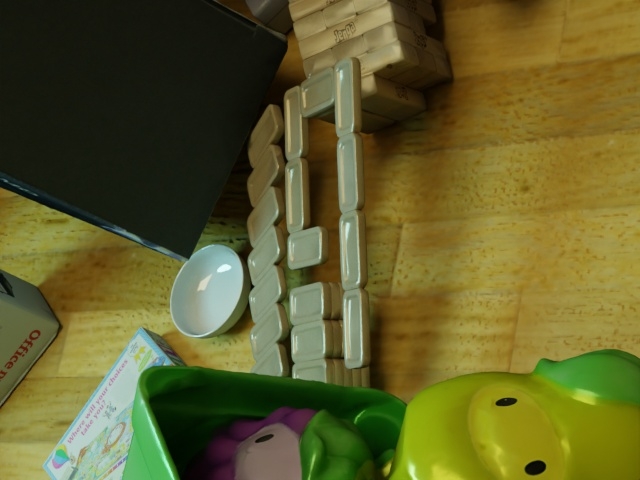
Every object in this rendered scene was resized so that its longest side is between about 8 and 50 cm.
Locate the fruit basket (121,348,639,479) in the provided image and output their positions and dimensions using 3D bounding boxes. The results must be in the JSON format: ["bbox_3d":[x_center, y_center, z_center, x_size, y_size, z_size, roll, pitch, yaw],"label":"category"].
[{"bbox_3d":[0.054,0.209,1.182,0.392,0.283,0.392,-17,69,52],"label":"fruit basket"}]

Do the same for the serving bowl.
[{"bbox_3d":[-0.088,0.046,1.531,0.083,0.027,0.083,-20,57,34],"label":"serving bowl"}]

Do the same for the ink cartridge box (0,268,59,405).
[{"bbox_3d":[-0.349,0.077,1.645,0.127,0.175,0.072,-51,43,10],"label":"ink cartridge box"}]

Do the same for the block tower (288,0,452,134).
[{"bbox_3d":[0.016,-0.262,1.484,0.091,0.097,0.335,-21,74,26],"label":"block tower"}]

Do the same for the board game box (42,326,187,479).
[{"bbox_3d":[-0.165,0.164,1.543,0.154,0.026,0.103,-54,45,7],"label":"board game box"}]

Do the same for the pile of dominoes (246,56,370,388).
[{"bbox_3d":[0.000,0.000,1.417,0.196,0.040,0.251,-17,73,62],"label":"pile of dominoes"}]

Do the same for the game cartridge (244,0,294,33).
[{"bbox_3d":[0.037,-0.374,1.607,0.355,0.068,0.230,-43,43,17],"label":"game cartridge"}]

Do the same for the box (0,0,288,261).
[{"bbox_3d":[-0.274,-0.161,1.569,0.395,0.293,0.212,18,83,56],"label":"box"}]
